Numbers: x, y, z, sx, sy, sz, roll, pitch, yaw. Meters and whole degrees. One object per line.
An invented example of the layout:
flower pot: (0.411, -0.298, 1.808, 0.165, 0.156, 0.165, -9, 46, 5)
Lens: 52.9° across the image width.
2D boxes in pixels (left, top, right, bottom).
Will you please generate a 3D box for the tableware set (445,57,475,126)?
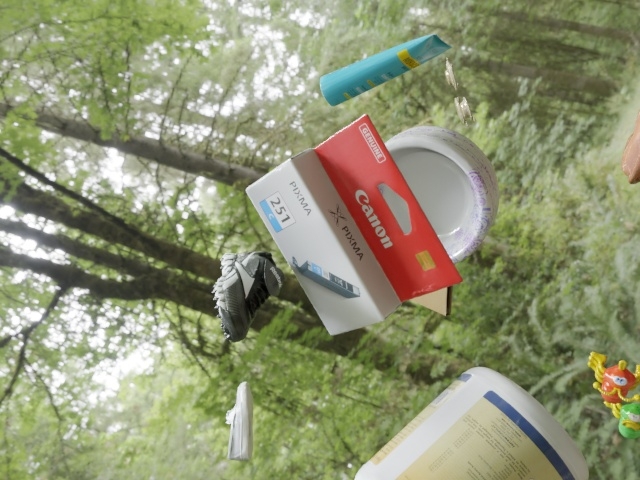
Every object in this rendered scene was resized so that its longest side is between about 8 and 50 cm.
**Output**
tableware set: (0.316, -0.340, 1.478, 0.141, 0.020, 0.168, -74, -36, -75)

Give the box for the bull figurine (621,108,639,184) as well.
bull figurine: (0.617, -0.236, 1.095, 0.188, 0.101, 0.310, -29, -31, -38)

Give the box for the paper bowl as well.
paper bowl: (0.226, -0.095, 1.333, 0.148, 0.284, 0.284, -43, -34, -54)

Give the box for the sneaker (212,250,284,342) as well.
sneaker: (-0.110, 0.076, 1.033, 0.234, 0.106, 0.078, -99, -6, -65)

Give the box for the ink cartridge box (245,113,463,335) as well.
ink cartridge box: (0.042, -0.011, 1.019, 0.066, 0.261, 0.296, -34, -84, -43)

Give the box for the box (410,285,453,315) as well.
box: (0.235, 0.071, 1.520, 0.021, 0.201, 0.164, -11, -71, -33)

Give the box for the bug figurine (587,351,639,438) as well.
bug figurine: (0.533, 0.260, 0.948, 0.072, 0.279, 0.216, -62, -30, -28)

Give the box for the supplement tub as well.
supplement tub: (0.192, 0.361, 0.919, 0.316, 0.228, 0.228, -39, -27, -11)

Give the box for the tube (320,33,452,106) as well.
tube: (0.099, -0.273, 1.013, 0.080, 0.207, 0.052, -14, -93, -63)

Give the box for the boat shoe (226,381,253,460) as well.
boat shoe: (-0.196, 0.433, 1.542, 0.066, 0.063, 0.184, 67, -162, -69)
